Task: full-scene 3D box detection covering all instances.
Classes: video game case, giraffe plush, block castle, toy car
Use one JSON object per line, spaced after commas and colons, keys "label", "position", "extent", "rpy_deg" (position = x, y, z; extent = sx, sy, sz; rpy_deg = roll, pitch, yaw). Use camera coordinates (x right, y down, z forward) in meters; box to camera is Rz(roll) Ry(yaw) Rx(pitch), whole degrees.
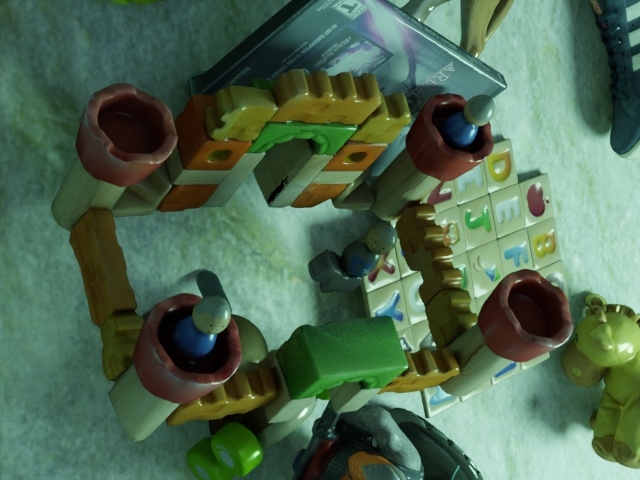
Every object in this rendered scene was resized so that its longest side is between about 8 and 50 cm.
{"label": "video game case", "position": [0.036, -0.159, 1.355], "extent": [0.274, 0.196, 0.026], "rpy_deg": [24, 42, -43]}
{"label": "giraffe plush", "position": [0.389, 0.163, 1.706], "extent": [0.170, 0.181, 0.210], "rpy_deg": [41, 82, -12]}
{"label": "block castle", "position": [0.000, 0.000, 1.245], "extent": [0.453, 0.213, 0.303], "rpy_deg": [-3, 62, -33]}
{"label": "toy car", "position": [-0.098, 0.130, 1.362], "extent": [0.155, 0.149, 0.188], "rpy_deg": [-38, 89, -31]}

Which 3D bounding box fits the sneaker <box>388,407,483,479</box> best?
{"label": "sneaker", "position": [0.148, 0.310, 1.569], "extent": [0.106, 0.101, 0.267], "rpy_deg": [-42, 113, -10]}

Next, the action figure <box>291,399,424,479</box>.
{"label": "action figure", "position": [0.025, 0.320, 1.377], "extent": [0.341, 0.178, 0.330], "rpy_deg": [-65, 173, 9]}

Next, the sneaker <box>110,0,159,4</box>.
{"label": "sneaker", "position": [-0.130, -0.319, 1.268], "extent": [0.295, 0.123, 0.109], "rpy_deg": [-24, 147, -17]}

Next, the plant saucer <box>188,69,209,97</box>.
{"label": "plant saucer", "position": [-0.057, -0.164, 1.392], "extent": [0.192, 0.018, 0.067], "rpy_deg": [-21, 110, -33]}

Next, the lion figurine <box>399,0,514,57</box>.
{"label": "lion figurine", "position": [0.121, -0.358, 1.402], "extent": [0.240, 0.142, 0.392], "rpy_deg": [-43, 124, -10]}

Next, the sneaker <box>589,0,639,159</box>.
{"label": "sneaker", "position": [0.382, -0.279, 1.659], "extent": [0.148, 0.131, 0.350], "rpy_deg": [6, 103, -12]}

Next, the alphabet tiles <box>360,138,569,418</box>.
{"label": "alphabet tiles", "position": [0.178, 0.041, 1.574], "extent": [0.342, 0.011, 0.285], "rpy_deg": [-20, 103, -40]}
